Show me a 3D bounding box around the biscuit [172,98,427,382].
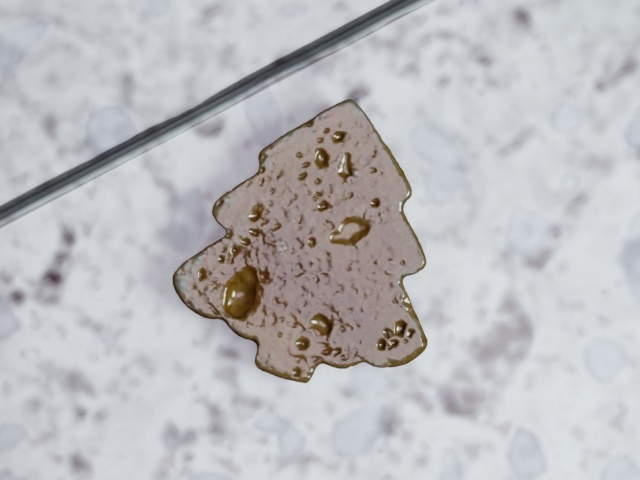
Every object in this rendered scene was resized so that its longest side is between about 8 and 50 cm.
[{"bbox_3d":[0.000,0.000,0.507,0.119,0.019,0.129,17,91,5],"label":"biscuit"}]
